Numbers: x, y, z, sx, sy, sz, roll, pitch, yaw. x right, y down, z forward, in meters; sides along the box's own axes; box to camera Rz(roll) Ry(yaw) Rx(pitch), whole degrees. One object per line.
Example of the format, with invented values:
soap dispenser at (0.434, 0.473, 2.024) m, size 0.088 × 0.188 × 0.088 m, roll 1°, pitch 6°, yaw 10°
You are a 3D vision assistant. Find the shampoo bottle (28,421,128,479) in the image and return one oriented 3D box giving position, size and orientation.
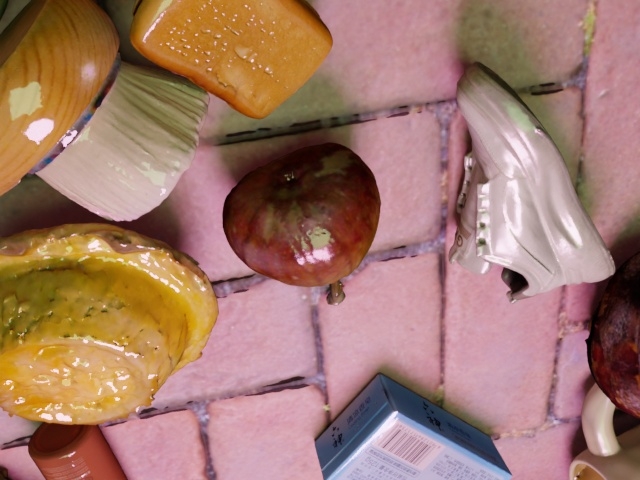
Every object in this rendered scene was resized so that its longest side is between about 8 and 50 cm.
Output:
shampoo bottle at (-0.276, 0.322, 0.878) m, size 0.085 × 0.085 × 0.244 m, roll -17°, pitch 119°, yaw -3°

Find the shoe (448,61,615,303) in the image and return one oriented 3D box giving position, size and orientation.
shoe at (0.196, -0.037, 0.777) m, size 0.159 × 0.124 × 0.316 m, roll -35°, pitch 119°, yaw 15°

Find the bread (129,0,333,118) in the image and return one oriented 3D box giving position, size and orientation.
bread at (-0.075, -0.187, 0.612) m, size 0.116 × 0.077 × 0.200 m, roll -39°, pitch 154°, yaw 16°

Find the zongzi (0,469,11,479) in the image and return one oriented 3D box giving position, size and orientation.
zongzi at (-0.390, 0.486, 0.886) m, size 0.289 × 0.154 × 0.317 m, roll 39°, pitch 119°, yaw 2°

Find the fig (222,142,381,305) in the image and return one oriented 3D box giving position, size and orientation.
fig at (-0.008, -0.015, 0.754) m, size 0.160 × 0.231 × 0.143 m, roll -28°, pitch 76°, yaw 2°

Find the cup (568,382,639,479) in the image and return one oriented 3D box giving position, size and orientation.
cup at (0.468, 0.310, 1.008) m, size 0.202 × 0.255 × 0.173 m, roll -21°, pitch 160°, yaw -12°

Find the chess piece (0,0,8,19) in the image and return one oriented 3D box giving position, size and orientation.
chess piece at (-0.374, -0.237, 0.545) m, size 0.251 × 0.144 × 0.144 m, roll 22°, pitch 111°, yaw -28°

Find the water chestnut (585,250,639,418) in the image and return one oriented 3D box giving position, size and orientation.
water chestnut at (0.446, 0.118, 0.847) m, size 0.224 × 0.238 × 0.223 m, roll 2°, pitch 82°, yaw -17°

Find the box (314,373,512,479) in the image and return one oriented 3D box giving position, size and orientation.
box at (0.125, 0.297, 0.955) m, size 0.232 × 0.083 × 0.142 m, roll 33°, pitch 106°, yaw -26°

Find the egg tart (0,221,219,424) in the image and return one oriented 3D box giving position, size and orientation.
egg tart at (-0.239, 0.098, 0.710) m, size 0.288 × 0.118 × 0.288 m, roll -5°, pitch 136°, yaw -5°

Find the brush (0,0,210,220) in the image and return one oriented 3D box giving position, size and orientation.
brush at (-0.246, -0.087, 0.634) m, size 0.267 × 0.174 × 0.166 m, roll -31°, pitch 129°, yaw 24°
